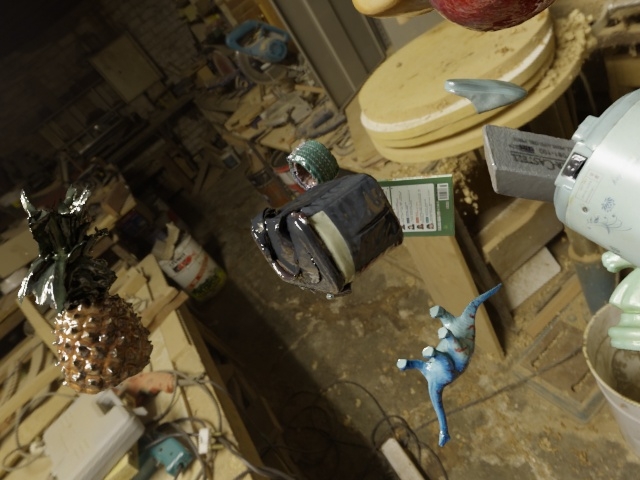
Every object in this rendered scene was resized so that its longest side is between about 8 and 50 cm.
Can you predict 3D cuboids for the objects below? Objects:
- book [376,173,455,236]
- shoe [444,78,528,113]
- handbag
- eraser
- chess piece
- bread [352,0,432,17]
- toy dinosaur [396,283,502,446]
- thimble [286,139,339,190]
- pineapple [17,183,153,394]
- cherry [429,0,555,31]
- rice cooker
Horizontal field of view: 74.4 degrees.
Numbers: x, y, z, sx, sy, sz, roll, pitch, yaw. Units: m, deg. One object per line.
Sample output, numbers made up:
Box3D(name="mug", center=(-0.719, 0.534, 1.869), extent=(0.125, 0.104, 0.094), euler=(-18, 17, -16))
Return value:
Box3D(name="book", center=(0.292, -0.105, 1.361), extent=(0.264, 0.201, 0.027), euler=(-2, 25, 18))
Box3D(name="shoe", center=(0.402, -0.355, 1.045), extent=(0.195, 0.078, 0.079), euler=(10, 34, 5))
Box3D(name="handbag", center=(0.000, 0.000, 0.725), extent=(0.181, 0.181, 0.254), euler=(-35, 16, -22))
Box3D(name="eraser", center=(0.462, -0.138, 0.827), extent=(0.077, 0.353, 0.111), euler=(118, 155, -57))
Box3D(name="chess piece", center=(0.781, 0.115, 1.008), extent=(0.176, 0.176, 0.298), euler=(-5, 79, 41))
Box3D(name="bread", center=(0.298, -0.886, 1.341), extent=(0.253, 0.347, 0.376), euler=(33, 39, 24))
Box3D(name="toy dinosaur", center=(0.236, 0.204, 0.781), extent=(0.329, 0.144, 0.076), euler=(-67, 20, -11))
Box3D(name="thimble", center=(-0.019, -0.203, 1.172), extent=(0.119, 0.135, 0.090), euler=(15, 58, 42))
Box3D(name="pineapple", center=(-0.421, 0.079, 0.728), extent=(0.166, 0.364, 0.165), euler=(-17, 10, 3))
Box3D(name="cherry", center=(0.209, -0.357, 0.453), extent=(0.206, 0.239, 0.239), euler=(-5, 31, -10))
Box3D(name="rice cooker", center=(0.520, -0.066, 0.597), extent=(0.317, 0.264, 0.316), euler=(11, 32, -7))
